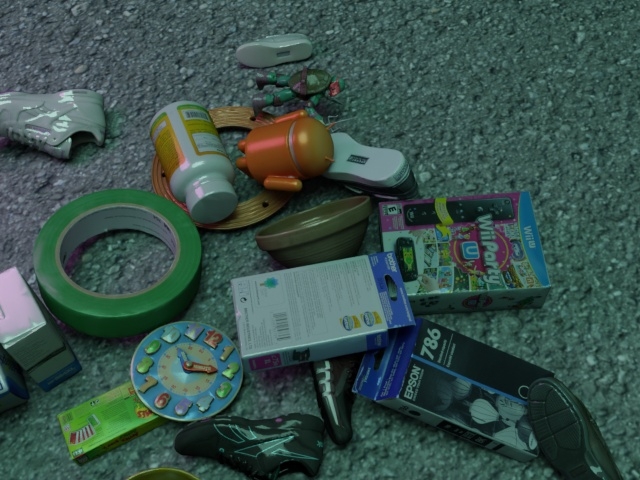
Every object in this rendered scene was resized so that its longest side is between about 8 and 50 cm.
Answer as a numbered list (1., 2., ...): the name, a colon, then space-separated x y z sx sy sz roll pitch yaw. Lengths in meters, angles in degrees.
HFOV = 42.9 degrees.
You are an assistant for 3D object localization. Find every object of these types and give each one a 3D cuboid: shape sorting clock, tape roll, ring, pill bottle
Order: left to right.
1. tape roll: -0.396 0.039 1.606 0.321 0.077 0.321 4 51 -5
2. shape sorting clock: -0.245 0.237 1.501 0.206 0.040 0.206 8 49 -9
3. pill bottle: -0.258 -0.159 1.686 0.136 0.136 0.246 -21 59 -9
4. ring: -0.202 -0.159 1.782 0.336 0.032 0.337 -1 59 2

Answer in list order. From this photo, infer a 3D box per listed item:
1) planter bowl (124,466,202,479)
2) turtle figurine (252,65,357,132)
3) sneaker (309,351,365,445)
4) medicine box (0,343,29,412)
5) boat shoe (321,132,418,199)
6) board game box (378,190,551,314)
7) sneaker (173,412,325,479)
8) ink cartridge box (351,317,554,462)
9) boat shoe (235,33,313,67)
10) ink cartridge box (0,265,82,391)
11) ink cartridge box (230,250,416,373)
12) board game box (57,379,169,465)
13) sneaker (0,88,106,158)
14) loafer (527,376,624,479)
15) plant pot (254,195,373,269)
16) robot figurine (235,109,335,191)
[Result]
1. planter bowl: -0.261 0.494 1.340 0.217 0.090 0.217 -2 57 3
2. turtle figurine: -0.030 -0.332 1.817 0.234 0.118 0.175 2 42 7
3. sneaker: 0.064 0.224 1.484 0.162 0.106 0.281 -10 57 -6
4. medicine box: -0.716 0.204 1.476 0.263 0.149 0.289 -22 77 -10
5. boat shoe: 0.086 -0.147 1.701 0.301 0.102 0.108 18 66 48
6. board game box: 0.273 0.026 1.599 0.303 0.097 0.224 -4 58 0
7. sneaker: -0.124 0.362 1.411 0.267 0.101 0.106 -4 60 2
8. ink cartridge box: 0.236 0.250 1.432 0.332 0.065 0.165 21 61 -1
9. boat shoe: -0.112 -0.464 1.951 0.184 0.066 0.063 -12 44 -1
10. ink cartridge box: -0.534 0.165 1.497 0.086 0.203 0.148 -31 61 -15
11. ink cartridge box: 0.002 0.125 1.472 0.311 0.065 0.186 -12 47 -1
12. board game box: -0.374 0.323 1.482 0.181 0.043 0.092 -25 60 -12
13. sneaker: -0.625 -0.252 1.797 0.305 0.114 0.152 -9 76 -16
14. loafer: 0.436 0.350 1.367 0.084 0.096 0.267 -10 71 -51
15. plant pot: 0.000 0.000 1.593 0.237 0.237 0.110 -21 99 -9
16. robot figurine: -0.067 -0.181 1.674 0.219 0.128 0.158 -9 26 28
